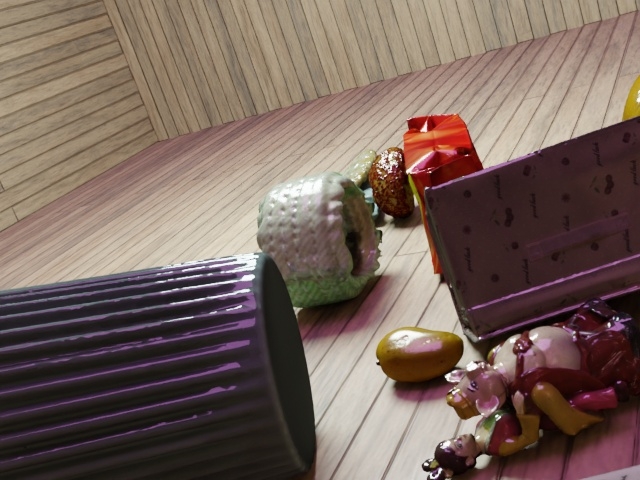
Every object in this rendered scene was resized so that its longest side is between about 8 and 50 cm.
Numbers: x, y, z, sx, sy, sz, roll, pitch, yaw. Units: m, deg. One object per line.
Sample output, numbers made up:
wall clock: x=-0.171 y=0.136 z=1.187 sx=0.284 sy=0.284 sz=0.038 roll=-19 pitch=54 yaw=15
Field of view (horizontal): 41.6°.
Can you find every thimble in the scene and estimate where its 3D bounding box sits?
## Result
thimble: x=0.000 y=0.000 z=1.364 sx=0.150 sy=0.219 sz=0.219 roll=-11 pitch=19 yaw=24

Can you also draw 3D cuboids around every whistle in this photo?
whistle: x=0.106 y=-0.100 z=1.808 sx=0.062 sy=0.062 sz=0.312 roll=-16 pitch=18 yaw=13

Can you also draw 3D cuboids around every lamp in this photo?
lamp: x=0.204 y=0.148 z=0.844 sx=0.253 sy=0.118 sz=0.118 roll=-21 pitch=17 yaw=-10

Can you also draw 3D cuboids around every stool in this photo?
stool: x=-0.191 y=0.167 z=0.948 sx=0.330 sy=0.297 sz=0.297 roll=-13 pitch=17 yaw=5

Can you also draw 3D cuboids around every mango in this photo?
mango: x=0.123 y=0.140 z=1.043 sx=0.114 sy=0.061 sz=0.080 roll=-7 pitch=23 yaw=24

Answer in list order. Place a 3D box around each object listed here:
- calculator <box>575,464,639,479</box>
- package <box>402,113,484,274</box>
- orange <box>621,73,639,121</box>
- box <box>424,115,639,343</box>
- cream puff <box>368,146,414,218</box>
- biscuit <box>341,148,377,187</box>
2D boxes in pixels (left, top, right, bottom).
calculator: x=0.257 y=0.223 z=0.687 sx=0.175 sy=0.032 sz=0.100 roll=-17 pitch=17 yaw=8
package: x=0.215 y=-0.095 z=1.441 sx=0.123 sy=0.196 sz=0.423 roll=-12 pitch=17 yaw=8
orange: x=0.567 y=-0.170 z=1.232 sx=0.264 sy=0.264 sz=0.264 roll=-18 pitch=17 yaw=6
box: x=0.291 y=-0.012 z=1.017 sx=0.297 sy=0.191 sz=0.225 roll=-17 pitch=-7 yaw=6
cream puff: x=0.138 y=-0.108 z=1.653 sx=0.084 sy=0.149 sz=0.149 roll=-6 pitch=19 yaw=6
biscuit: x=0.042 y=-0.101 z=1.779 sx=0.290 sy=0.038 sz=0.141 roll=-46 pitch=12 yaw=-20
